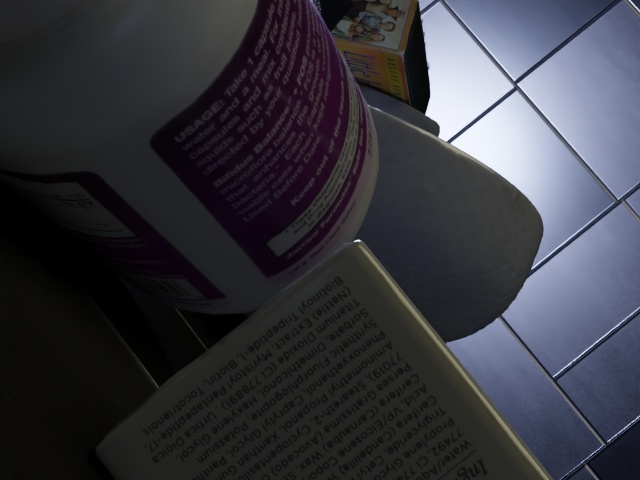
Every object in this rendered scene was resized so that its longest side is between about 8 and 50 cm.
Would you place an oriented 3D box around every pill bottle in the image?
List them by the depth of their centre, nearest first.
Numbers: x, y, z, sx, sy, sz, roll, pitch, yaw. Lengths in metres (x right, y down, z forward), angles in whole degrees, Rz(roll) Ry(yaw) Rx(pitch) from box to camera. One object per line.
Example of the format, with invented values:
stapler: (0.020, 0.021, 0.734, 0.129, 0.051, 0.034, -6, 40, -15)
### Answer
pill bottle: (-0.087, -0.087, 0.580, 0.169, 0.169, 0.301, 51, -1, 27)

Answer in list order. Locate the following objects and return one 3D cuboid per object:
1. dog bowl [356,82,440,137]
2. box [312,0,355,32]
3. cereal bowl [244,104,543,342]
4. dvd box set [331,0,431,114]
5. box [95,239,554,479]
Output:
dog bowl: (-0.041, -0.095, 1.329, 0.348, 0.102, 0.349, 16, -7, 2)
box: (-0.169, -0.316, 0.949, 0.318, 0.097, 0.395, 22, 31, -37)
cereal bowl: (0.000, 0.000, 1.034, 0.338, 0.141, 0.339, 21, -13, 5)
dvd box set: (-0.104, -0.206, 1.254, 0.420, 0.062, 0.307, 14, -7, 10)
box: (0.056, 0.139, 0.423, 0.275, 0.113, 0.094, 53, -1, 5)
